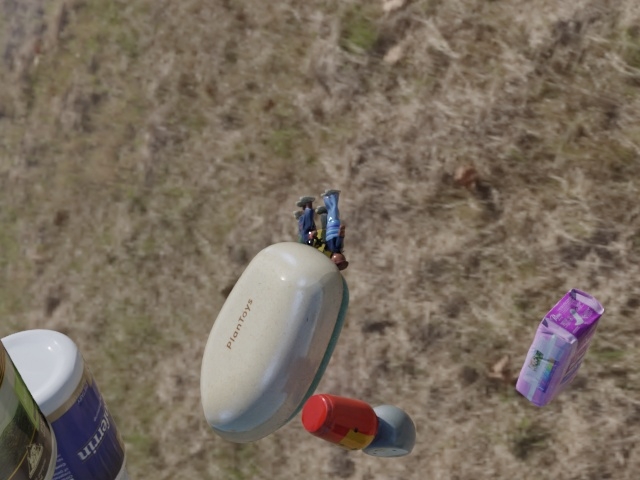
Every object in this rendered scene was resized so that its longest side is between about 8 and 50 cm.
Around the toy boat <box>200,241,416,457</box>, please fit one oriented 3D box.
[{"bbox_3d":[-0.018,0.162,1.192,0.318,0.148,0.267,38,102,51],"label":"toy boat"}]

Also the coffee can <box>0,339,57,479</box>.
[{"bbox_3d":[-0.388,0.146,0.918,0.201,0.202,0.275,52,161,42],"label":"coffee can"}]

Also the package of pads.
[{"bbox_3d":[0.175,0.079,0.718,0.032,0.050,0.083,34,142,24],"label":"package of pads"}]

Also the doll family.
[{"bbox_3d":[0.000,0.000,1.402,0.193,0.076,0.111,99,170,-77],"label":"doll family"}]

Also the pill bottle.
[{"bbox_3d":[-0.333,0.252,1.229,0.153,0.153,0.264,44,155,46],"label":"pill bottle"}]
